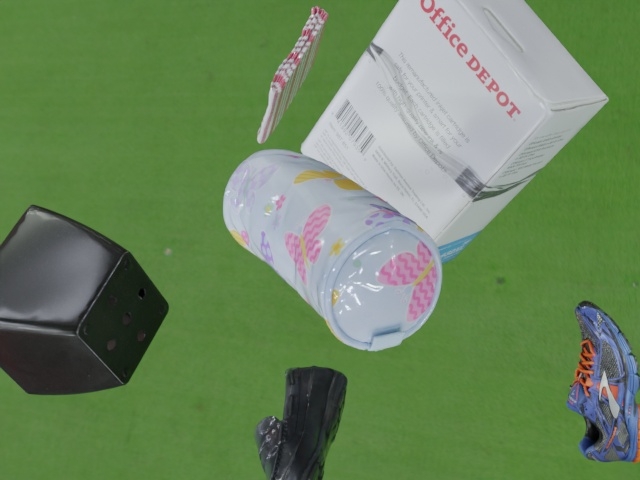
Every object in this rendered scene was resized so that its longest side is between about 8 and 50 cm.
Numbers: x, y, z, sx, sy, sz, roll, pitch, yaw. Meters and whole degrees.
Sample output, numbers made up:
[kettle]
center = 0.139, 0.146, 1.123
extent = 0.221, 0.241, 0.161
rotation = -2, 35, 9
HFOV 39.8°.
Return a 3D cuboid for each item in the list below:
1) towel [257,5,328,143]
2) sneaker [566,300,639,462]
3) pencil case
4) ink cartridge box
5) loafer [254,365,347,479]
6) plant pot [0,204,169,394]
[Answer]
[towel]
center = -0.048, -0.259, 1.392
extent = 0.029, 0.144, 0.197
rotation = 27, 60, 2
[sneaker]
center = 0.345, 0.181, 1.091
extent = 0.087, 0.083, 0.221
rotation = -15, 98, 2
[pencil case]
center = 0.000, 0.000, 0.823
extent = 0.273, 0.114, 0.124
rotation = 36, 115, 59
[ink cartridge box]
center = 0.143, -0.136, 1.041
extent = 0.223, 0.129, 0.307
rotation = 56, 135, 19
[loafer]
center = -0.031, 0.210, 0.884
extent = 0.078, 0.076, 0.223
rotation = 11, 36, 9
[plant pot]
center = -0.310, 0.087, 1.127
extent = 0.167, 0.188, 0.187
rotation = 6, 53, 28
